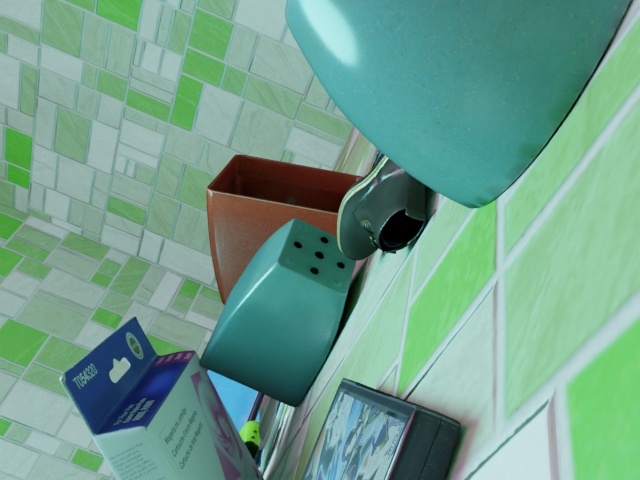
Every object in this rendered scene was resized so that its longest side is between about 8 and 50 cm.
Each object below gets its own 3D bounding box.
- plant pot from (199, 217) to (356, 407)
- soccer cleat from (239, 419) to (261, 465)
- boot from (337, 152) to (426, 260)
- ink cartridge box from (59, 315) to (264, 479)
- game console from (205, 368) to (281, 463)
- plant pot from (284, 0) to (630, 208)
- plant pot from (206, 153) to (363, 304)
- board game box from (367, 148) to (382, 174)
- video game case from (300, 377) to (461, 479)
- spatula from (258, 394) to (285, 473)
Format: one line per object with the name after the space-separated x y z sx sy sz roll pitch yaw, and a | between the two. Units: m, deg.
-0.047 0.093 0.998 0.165 0.166 0.234 -71 9 -49 | plant pot
-0.135 0.386 1.132 0.072 0.060 0.178 -70 -3 -71 | soccer cleat
0.063 -0.013 0.762 0.137 0.077 0.197 -78 10 -46 | boot
-0.178 0.261 0.881 0.072 0.330 0.324 -26 6 1 | ink cartridge box
-0.164 0.292 1.338 0.250 0.174 0.293 119 173 -60 | game console
0.087 -0.194 0.519 0.290 0.196 0.290 -158 90 -86 | plant pot
-0.068 0.000 1.275 0.267 0.268 0.235 -77 -3 -69 | plant pot
0.114 -0.141 0.944 0.141 0.048 0.170 116 175 -63 | board game box
-0.003 0.234 0.459 0.248 0.035 0.274 132 161 -79 | video game case
-0.063 0.245 1.130 0.168 0.019 0.242 87 -162 -47 | spatula
